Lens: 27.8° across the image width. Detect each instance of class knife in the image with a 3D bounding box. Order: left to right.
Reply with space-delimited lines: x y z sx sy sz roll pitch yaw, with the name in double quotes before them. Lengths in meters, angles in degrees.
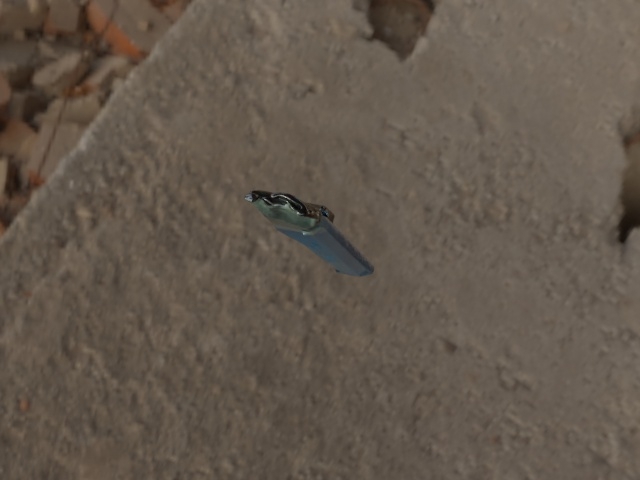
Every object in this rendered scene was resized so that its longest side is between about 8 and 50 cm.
"knife" 0.000 -0.002 0.935 0.044 0.296 0.026 5 82 11
